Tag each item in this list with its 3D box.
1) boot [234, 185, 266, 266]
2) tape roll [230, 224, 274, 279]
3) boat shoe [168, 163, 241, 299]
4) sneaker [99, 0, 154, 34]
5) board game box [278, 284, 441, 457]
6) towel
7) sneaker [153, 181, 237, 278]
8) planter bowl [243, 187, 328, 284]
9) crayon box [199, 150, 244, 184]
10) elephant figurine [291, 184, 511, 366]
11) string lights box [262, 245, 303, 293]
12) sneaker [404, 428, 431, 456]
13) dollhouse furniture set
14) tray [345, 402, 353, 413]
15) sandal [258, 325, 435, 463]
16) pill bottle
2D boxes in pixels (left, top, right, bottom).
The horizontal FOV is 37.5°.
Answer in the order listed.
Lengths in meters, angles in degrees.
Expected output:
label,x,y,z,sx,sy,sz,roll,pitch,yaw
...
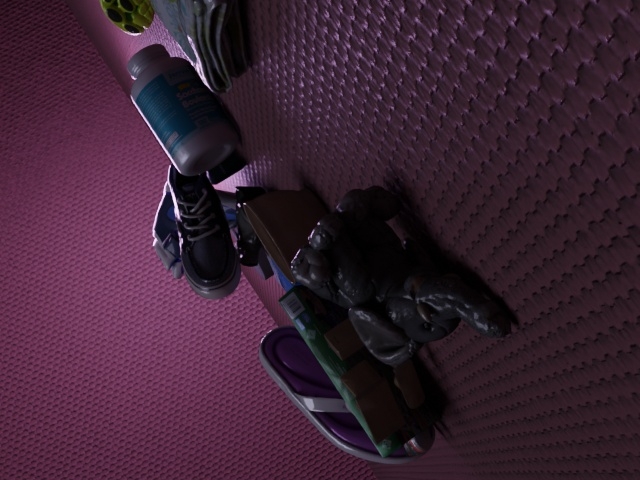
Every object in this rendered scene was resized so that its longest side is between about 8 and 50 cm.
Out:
label,x,y,z,sx,sy,sz,roll,pitch,yaw
boot,-0.137,-0.017,1.987,0.246,0.083,0.161,-129,41,-72
tape roll,-0.172,-0.007,2.431,0.219,0.072,0.219,56,170,15
boat shoe,-0.264,-0.034,2.029,0.341,0.127,0.158,-115,6,-47
sneaker,-0.426,-0.561,1.913,0.296,0.109,0.123,59,-166,-21
board game box,0.074,0.211,1.650,0.317,0.046,0.213,55,-159,13
towel,-0.232,-0.415,1.351,0.375,0.090,0.320,56,170,11
sneaker,-0.290,-0.012,2.312,0.322,0.237,0.130,13,-177,42
planter bowl,-0.043,-0.022,1.599,0.162,0.109,0.162,54,170,14
crayon box,-0.287,-0.235,2.244,0.203,0.083,0.323,59,171,-8
elephant figurine,0.092,0.064,1.106,0.239,0.169,0.186,40,-163,9
string lights box,-0.020,0.111,2.013,0.260,0.076,0.133,51,168,36
sneaker,0.151,0.329,1.756,0.065,0.061,0.158,-46,46,38
dollhouse furniture set,0.095,0.209,1.533,0.151,0.144,0.123,45,164,46
tray,0.075,0.246,1.722,0.145,0.030,0.270,45,-159,-29
sandal,0.035,0.293,1.850,0.416,0.169,0.102,30,146,26
pill bottle,-0.293,-0.275,1.947,0.264,0.146,0.146,55,171,10
